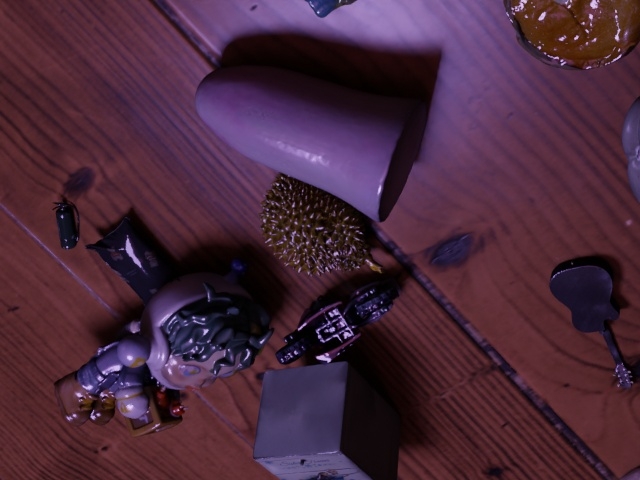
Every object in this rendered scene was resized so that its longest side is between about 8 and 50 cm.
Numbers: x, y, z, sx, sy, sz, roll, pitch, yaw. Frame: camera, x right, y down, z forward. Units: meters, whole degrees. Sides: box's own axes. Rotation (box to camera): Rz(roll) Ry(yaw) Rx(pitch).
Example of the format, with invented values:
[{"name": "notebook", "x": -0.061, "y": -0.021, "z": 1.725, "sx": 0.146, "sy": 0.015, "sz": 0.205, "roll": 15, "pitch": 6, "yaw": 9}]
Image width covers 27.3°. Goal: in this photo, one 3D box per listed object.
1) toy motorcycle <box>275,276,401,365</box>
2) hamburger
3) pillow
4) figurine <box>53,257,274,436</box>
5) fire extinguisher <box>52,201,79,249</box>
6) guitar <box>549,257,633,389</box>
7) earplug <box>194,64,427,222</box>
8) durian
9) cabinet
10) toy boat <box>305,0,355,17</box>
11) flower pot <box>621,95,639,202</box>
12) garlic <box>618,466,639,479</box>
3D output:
[{"name": "toy motorcycle", "x": 0.032, "y": 0.120, "z": 1.961, "sx": 0.213, "sy": 0.122, "sz": 0.082, "roll": -30, "pitch": 99, "yaw": 20}, {"name": "hamburger", "x": 0.309, "y": -0.292, "z": 1.577, "sx": 0.177, "sy": 0.113, "sz": 0.185, "roll": 19, "pitch": 136, "yaw": -2}, {"name": "pillow", "x": -0.283, "y": 0.036, "z": 2.039, "sx": 0.090, "sy": 0.048, "sz": 0.150, "roll": -25, "pitch": 117, "yaw": 39}, {"name": "figurine", "x": -0.237, "y": 0.180, "z": 2.016, "sx": 0.382, "sy": 0.261, "sz": 0.186, "roll": -34, "pitch": 80, "yaw": 24}, {"name": "fire extinguisher", "x": -0.394, "y": -0.027, "z": 2.048, "sx": 0.038, "sy": 0.025, "sz": 0.083, "roll": -15, "pitch": 126, "yaw": -17}, {"name": "guitar", "x": 0.401, "y": 0.124, "z": 1.883, "sx": 0.088, "sy": 0.025, "sz": 0.233, "roll": -15, "pitch": 118, "yaw": 26}, {"name": "earplug", "x": -0.027, "y": -0.156, "z": 1.760, "sx": 0.301, "sy": 0.172, "sz": 0.172, "roll": 21, "pitch": 128, "yaw": 12}, {"name": "durian", "x": 0.000, "y": 0.000, "z": 1.888, "sx": 0.208, "sy": 0.102, "sz": 0.146, "roll": 33, "pitch": 122, "yaw": -10}, {"name": "cabinet", "x": 0.015, "y": 0.303, "z": 2.018, "sx": 0.145, "sy": 0.150, "sz": 0.206, "roll": -10, "pitch": 146, "yaw": 25}, {"name": "toy boat", "x": 0.092, "y": -0.378, "z": 1.605, "sx": 0.276, "sy": 0.084, "sz": 0.111, "roll": -29, "pitch": 108, "yaw": 29}, {"name": "flower pot", "x": 0.487, "y": -0.113, "z": 1.582, "sx": 0.246, "sy": 0.195, "sz": 0.246, "roll": 10, "pitch": 127, "yaw": 13}, {"name": "garlic", "x": 0.545, "y": 0.416, "z": 2.015, "sx": 0.198, "sy": 0.090, "sz": 0.128, "roll": 21, "pitch": 143, "yaw": -5}]
